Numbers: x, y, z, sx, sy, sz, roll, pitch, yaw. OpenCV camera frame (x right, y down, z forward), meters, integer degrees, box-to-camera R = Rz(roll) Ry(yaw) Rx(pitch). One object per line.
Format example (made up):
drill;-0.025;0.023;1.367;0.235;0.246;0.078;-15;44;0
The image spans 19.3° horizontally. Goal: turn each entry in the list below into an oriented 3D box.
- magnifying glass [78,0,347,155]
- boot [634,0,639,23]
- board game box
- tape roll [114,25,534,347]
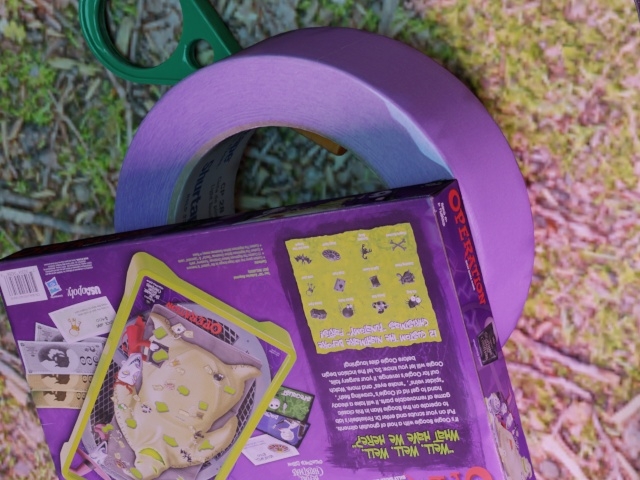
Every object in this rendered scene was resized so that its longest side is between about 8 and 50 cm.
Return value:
magnifying glass;-0.074;-0.127;1.323;0.231;0.026;0.092;32;114;19
boot;0.210;-0.273;1.123;0.229;0.091;0.263;39;119;8
board game box;-0.045;0.085;1.233;0.346;0.056;0.208;-8;100;31
tape roll;0.000;0.000;1.257;0.274;0.090;0.275;10;113;26
